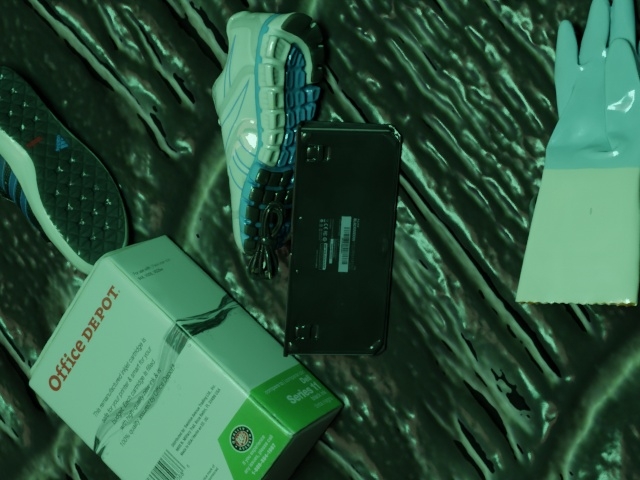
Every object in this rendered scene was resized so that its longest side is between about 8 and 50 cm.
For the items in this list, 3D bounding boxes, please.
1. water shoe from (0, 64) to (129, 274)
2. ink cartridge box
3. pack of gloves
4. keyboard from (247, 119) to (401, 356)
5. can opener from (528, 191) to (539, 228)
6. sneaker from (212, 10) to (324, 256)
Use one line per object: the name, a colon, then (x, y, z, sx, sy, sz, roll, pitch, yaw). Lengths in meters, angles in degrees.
water shoe: (-0.229, -0.053, 1.413, 0.203, 0.073, 0.080, 56, 149, 7)
ink cartridge box: (-0.110, 0.120, 1.361, 0.208, 0.087, 0.153, 43, 120, 14)
pack of gloves: (0.237, -0.062, 1.102, 0.195, 0.046, 0.232, -1, 69, 33)
keyboard: (0.000, 0.000, 1.281, 0.108, 0.023, 0.180, 1, 105, -10)
can opener: (0.271, 0.008, 1.129, 0.280, 0.074, 0.093, 26, 148, 25)
sneaker: (-0.048, -0.083, 1.295, 0.083, 0.071, 0.191, 21, 110, 41)
